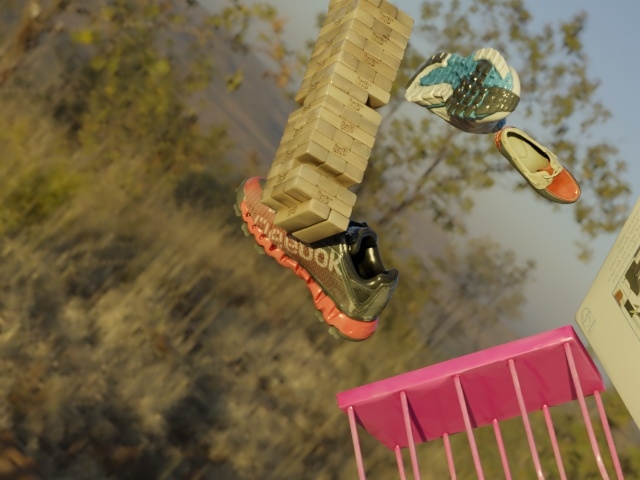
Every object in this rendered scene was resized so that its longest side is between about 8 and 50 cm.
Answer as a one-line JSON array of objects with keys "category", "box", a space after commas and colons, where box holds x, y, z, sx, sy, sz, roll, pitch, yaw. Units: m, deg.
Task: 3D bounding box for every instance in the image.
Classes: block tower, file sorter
[{"category": "block tower", "box": [0.024, -0.170, 1.755, 0.091, 0.335, 0.097, 29, -26, -26]}, {"category": "file sorter", "box": [0.201, 0.255, 1.626, 0.202, 0.290, 0.182, 47, 29, -58]}]

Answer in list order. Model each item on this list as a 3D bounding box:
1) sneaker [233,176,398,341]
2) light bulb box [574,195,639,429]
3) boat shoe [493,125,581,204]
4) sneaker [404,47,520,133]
[{"category": "sneaker", "box": [0.000, 0.000, 1.830, 0.276, 0.135, 0.097, 48, 33, 13]}, {"category": "light bulb box", "box": [0.572, 0.143, 1.688, 0.358, 0.225, 0.361, 3, 39, -22]}, {"category": "boat shoe", "box": [0.275, -0.094, 1.709, 0.137, 0.049, 0.043, 41, -7, -6]}, {"category": "sneaker", "box": [0.153, -0.132, 1.284, 0.083, 0.071, 0.190, 36, 0, -20]}]
